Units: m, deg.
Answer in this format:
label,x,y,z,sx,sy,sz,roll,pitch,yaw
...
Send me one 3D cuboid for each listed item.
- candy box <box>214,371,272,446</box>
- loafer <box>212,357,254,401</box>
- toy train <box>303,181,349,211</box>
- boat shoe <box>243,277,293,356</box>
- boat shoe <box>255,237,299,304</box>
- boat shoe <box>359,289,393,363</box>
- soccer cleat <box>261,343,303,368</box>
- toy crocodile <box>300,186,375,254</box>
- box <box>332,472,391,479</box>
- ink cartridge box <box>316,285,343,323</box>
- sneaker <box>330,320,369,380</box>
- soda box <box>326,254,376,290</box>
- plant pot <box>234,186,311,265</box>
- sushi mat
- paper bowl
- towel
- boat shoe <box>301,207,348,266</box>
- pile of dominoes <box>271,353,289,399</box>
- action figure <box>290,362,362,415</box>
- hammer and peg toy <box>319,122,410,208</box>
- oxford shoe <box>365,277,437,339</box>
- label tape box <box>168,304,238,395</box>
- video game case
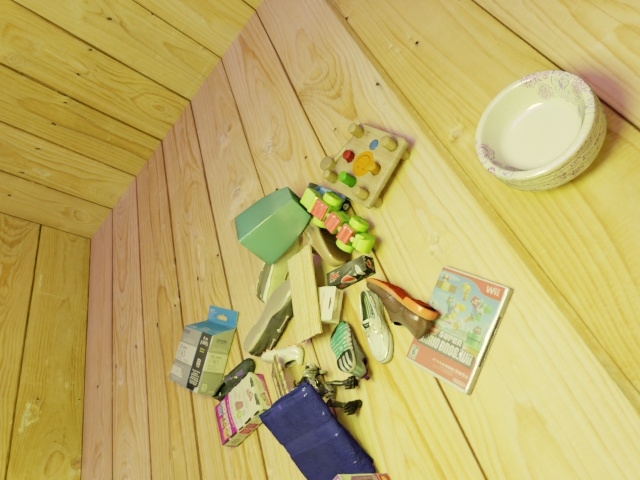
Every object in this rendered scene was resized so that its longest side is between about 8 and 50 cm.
label,x,y,z,sx,sy,sz,roll,pitch,yaw
candy box,-0.281,0.614,1.682,0.233,0.071,0.159,-48,44,22
loafer,-0.331,0.535,1.767,0.223,0.078,0.076,-52,43,16
toy train,0.023,-0.152,1.683,0.184,0.105,0.080,28,94,49
boat shoe,-0.160,0.284,1.707,0.335,0.096,0.112,-55,30,6
boat shoe,-0.170,0.095,1.775,0.091,0.109,0.304,19,91,44
boat shoe,0.152,0.254,1.382,0.083,0.076,0.226,-35,50,32
soccer cleat,-0.139,0.416,1.629,0.196,0.068,0.076,-22,60,36
toy crocodile,0.050,-0.065,1.529,0.340,0.105,0.115,44,115,28
box,0.157,0.692,1.080,0.057,0.201,0.293,-53,42,14
ink cartridge box,0.010,0.216,1.533,0.198,0.067,0.115,-15,62,56
sneaker,0.092,0.340,1.417,0.083,0.098,0.223,-46,20,17
soda box,0.098,0.109,1.523,0.169,0.053,0.060,-31,52,35
plant pot,-0.163,-0.068,1.660,0.234,0.166,0.165,-41,35,12
sushi mat,-0.058,0.179,1.556,0.151,0.019,0.316,-41,49,47
paper bowl,0.544,-0.256,1.143,0.284,0.148,0.284,-21,58,39
towel,-0.009,0.561,1.308,0.228,0.076,0.308,-40,86,33
boat shoe,0.000,0.000,1.640,0.110,0.122,0.341,-55,32,20
pile of dominoes,-0.140,0.508,1.523,0.195,0.040,0.251,99,155,-45
action figure,-0.014,0.458,1.420,0.276,0.141,0.163,-12,66,40
hammer and peg toy,0.125,-0.288,1.619,0.361,0.127,0.265,39,102,48
oxford shoe,0.207,0.184,1.320,0.271,0.097,0.098,33,102,55
label tape box,-0.493,0.447,1.955,0.249,0.115,0.347,2,76,47
video game case,0.356,0.226,1.216,0.204,0.025,0.285,22,88,49
